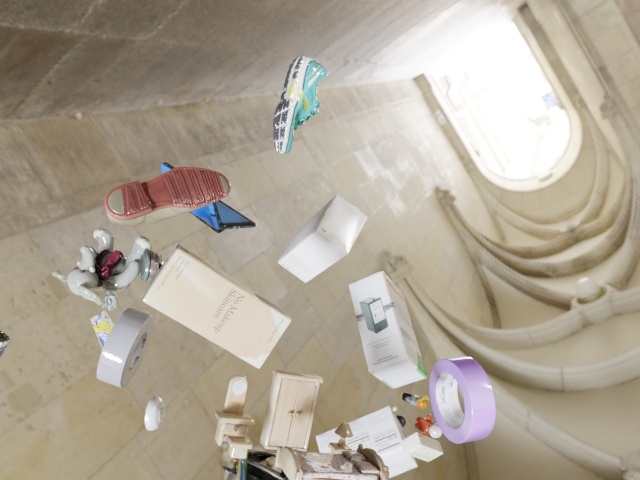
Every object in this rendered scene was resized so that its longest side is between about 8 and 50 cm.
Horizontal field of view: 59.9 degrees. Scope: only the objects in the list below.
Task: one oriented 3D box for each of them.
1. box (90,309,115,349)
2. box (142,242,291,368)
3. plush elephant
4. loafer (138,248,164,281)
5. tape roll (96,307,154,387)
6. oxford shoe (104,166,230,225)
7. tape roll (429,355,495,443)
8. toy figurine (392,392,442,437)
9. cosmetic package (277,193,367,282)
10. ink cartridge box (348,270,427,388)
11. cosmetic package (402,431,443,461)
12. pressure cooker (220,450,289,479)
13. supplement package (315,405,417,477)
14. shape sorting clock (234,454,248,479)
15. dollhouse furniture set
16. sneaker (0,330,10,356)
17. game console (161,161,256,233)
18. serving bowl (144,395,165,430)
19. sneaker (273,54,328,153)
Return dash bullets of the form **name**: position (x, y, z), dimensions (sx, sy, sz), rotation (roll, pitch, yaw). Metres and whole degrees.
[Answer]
- **box**: position (-0.719, 0.322, 1.883), dimensions (0.059, 0.169, 0.054), rotation (-32, 146, -10)
- **box**: position (-0.239, 0.151, 1.294), dimensions (0.148, 0.311, 0.121), rotation (-58, -164, -3)
- **plush elephant**: position (-0.846, 0.113, 2.099), dimensions (0.255, 0.272, 0.330), rotation (6, 101, -68)
- **loafer**: position (-0.485, 0.075, 1.635), dimensions (0.084, 0.096, 0.267), rotation (6, 175, -21)
- **tape roll**: position (-0.556, 0.307, 1.595), dimensions (0.219, 0.072, 0.219), rotation (-161, -90, -89)
- **oxford shoe**: position (-0.430, -0.121, 1.573), dimensions (0.348, 0.123, 0.130), rotation (-12, 164, -24)
- **tape roll**: position (0.470, 0.531, 1.866), dimensions (0.090, 0.274, 0.275), rotation (-2, 175, -18)
- **toy figurine**: position (0.371, 0.745, 2.260), dimensions (0.213, 0.209, 0.148), rotation (-27, -169, -24)
- **cosmetic package**: position (0.000, 0.000, 2.123), dimensions (0.197, 0.155, 0.365), rotation (-59, -168, -31)
- **ink cartridge box**: position (0.202, 0.269, 1.668), dimensions (0.121, 0.289, 0.211), rotation (-23, 144, 16)
- **cosmetic package**: position (0.293, 0.593, 1.593), dimensions (0.060, 0.115, 0.041), rotation (-38, -140, 21)
- **pressure cooker**: position (-0.224, 1.050, 2.156), dimensions (0.375, 0.370, 0.420), rotation (11, -119, 34)
- **supplement package**: position (0.151, 0.683, 1.800), dimensions (0.262, 0.204, 0.145), rotation (-24, -133, 5)
- **shape sorting clock**: position (-0.275, 0.749, 1.900), dimensions (0.040, 0.206, 0.206), rotation (-1, -177, -3)
- **dollhouse furniture set**: position (-0.028, 0.390, 1.133), dimensions (0.303, 0.173, 0.355), rotation (12, 176, -21)
- **sneaker**: position (-1.133, 0.371, 1.711), dimensions (0.330, 0.130, 0.147), rotation (4, 107, -59)
- **game console**: position (-0.394, -0.160, 1.976), dimensions (0.293, 0.250, 0.173), rotation (31, -126, 33)
- **serving bowl**: position (-0.406, 0.430, 1.382), dimensions (0.027, 0.083, 0.083), rotation (4, -170, 8)
- **sneaker**: position (-0.054, -0.365, 1.528), dimensions (0.107, 0.110, 0.275), rotation (26, -83, 64)
